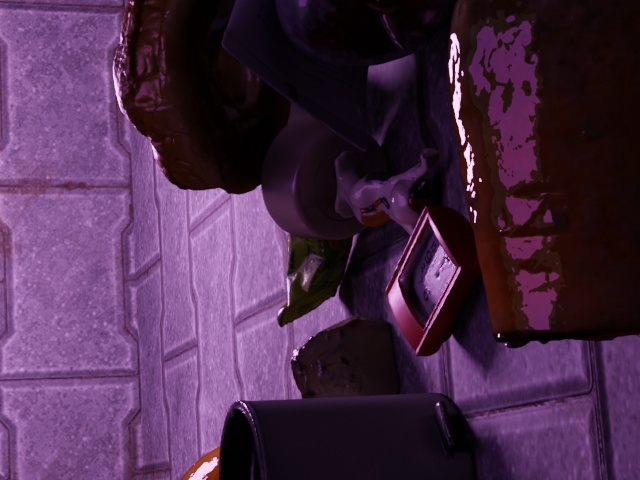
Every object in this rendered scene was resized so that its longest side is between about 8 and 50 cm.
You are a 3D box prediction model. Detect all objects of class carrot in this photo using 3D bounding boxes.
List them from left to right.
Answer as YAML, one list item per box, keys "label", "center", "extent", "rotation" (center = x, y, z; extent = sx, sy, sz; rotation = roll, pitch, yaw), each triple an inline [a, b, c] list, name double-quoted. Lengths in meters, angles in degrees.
- label: "carrot"
  center: [0.221, -0.079, 1.173]
  extent: [0.224, 0.224, 0.340]
  rotation: [169, 99, -71]

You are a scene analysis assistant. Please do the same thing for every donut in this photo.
- label: "donut"
  center: [-0.159, -0.225, 1.857]
  extent: [0.330, 0.160, 0.329]
  rotation: [-2, -90, -68]

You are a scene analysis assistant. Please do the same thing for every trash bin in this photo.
- label: "trash bin"
  center: [0.027, 0.297, 1.694]
  extent: [0.277, 0.263, 0.217]
  rotation: [111, 152, -46]

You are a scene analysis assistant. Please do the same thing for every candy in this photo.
- label: "candy"
  center: [0.000, 0.000, 2.000]
  extent: [0.069, 0.149, 0.246]
  rotation: [17, 115, 32]

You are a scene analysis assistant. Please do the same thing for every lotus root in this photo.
- label: "lotus root"
  center: [0.037, 0.173, 1.875]
  extent: [0.070, 0.144, 0.143]
  rotation: [-34, 66, 59]

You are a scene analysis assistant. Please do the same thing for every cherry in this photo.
- label: "cherry"
  center: [0.059, -0.334, 1.662]
  extent: [0.255, 0.218, 0.296]
  rotation: [-53, 31, 37]

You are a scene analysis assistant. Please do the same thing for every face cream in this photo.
- label: "face cream"
  center: [-0.008, -0.317, 1.829]
  extent: [0.137, 0.235, 0.420]
  rotation: [-35, 32, 34]

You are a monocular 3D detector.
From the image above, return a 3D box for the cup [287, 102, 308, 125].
- label: "cup"
  center: [-0.047, -0.189, 2.096]
  extent: [0.173, 0.142, 0.134]
  rotation: [170, 98, -71]

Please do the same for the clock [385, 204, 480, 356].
- label: "clock"
  center: [0.142, 0.046, 1.666]
  extent: [0.113, 0.061, 0.155]
  rotation: [-114, 33, -41]

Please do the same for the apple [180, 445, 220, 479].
- label: "apple"
  center: [-0.088, 0.423, 2.045]
  extent: [0.233, 0.286, 0.286]
  rotation: [117, 148, -41]

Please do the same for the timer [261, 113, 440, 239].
- label: "timer"
  center: [0.063, -0.063, 1.812]
  extent: [0.266, 0.175, 0.175]
  rotation: [20, 110, 53]
